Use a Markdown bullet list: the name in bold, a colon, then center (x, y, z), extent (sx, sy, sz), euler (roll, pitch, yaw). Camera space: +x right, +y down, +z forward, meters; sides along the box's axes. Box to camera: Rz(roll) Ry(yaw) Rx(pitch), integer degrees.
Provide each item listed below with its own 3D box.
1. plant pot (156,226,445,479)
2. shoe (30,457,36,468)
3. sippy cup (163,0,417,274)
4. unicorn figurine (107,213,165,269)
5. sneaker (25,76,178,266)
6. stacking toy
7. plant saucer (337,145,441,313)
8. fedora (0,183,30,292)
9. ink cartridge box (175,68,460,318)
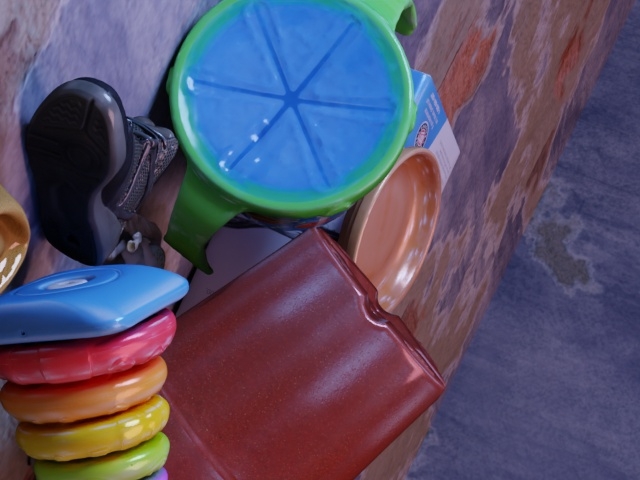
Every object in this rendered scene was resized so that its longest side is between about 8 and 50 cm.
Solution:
- **plant pot**: center (-0.042, 0.144, 1.736), extent (0.265, 0.272, 0.272), euler (-39, 165, 4)
- **shoe**: center (-0.222, 0.167, 1.863), extent (0.219, 0.058, 0.076), euler (-55, 134, -51)
- **sippy cup**: center (-0.028, -0.112, 1.833), extent (0.224, 0.305, 0.240), euler (92, -18, -77)
- **unicorn figurine**: center (-0.185, 0.056, 1.801), extent (0.162, 0.060, 0.111), euler (-64, 161, -2)
- **sneaker**: center (-0.183, -0.087, 1.562), extent (0.227, 0.087, 0.130), euler (95, 21, -57)
- **stacking toy**: center (-0.186, 0.180, 1.552), extent (0.166, 0.175, 0.302), euler (-30, 112, -66)
- **plant saucer**: center (0.071, -0.010, 2.012), extent (0.200, 0.037, 0.200), euler (-44, 144, -44)
- **fedora**: center (-0.273, 0.000, 1.375), extent (0.194, 0.079, 0.194), euler (-59, 164, -30)
- **ink cartridge box**: center (0.000, 0.000, 2.155), extent (0.395, 0.166, 0.285), euler (-66, 164, -10)
